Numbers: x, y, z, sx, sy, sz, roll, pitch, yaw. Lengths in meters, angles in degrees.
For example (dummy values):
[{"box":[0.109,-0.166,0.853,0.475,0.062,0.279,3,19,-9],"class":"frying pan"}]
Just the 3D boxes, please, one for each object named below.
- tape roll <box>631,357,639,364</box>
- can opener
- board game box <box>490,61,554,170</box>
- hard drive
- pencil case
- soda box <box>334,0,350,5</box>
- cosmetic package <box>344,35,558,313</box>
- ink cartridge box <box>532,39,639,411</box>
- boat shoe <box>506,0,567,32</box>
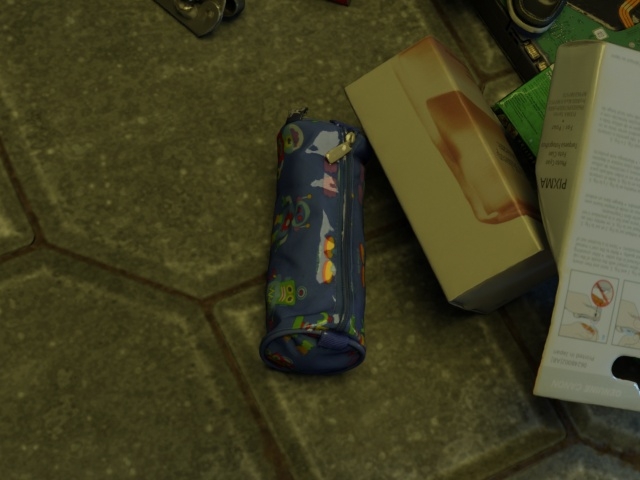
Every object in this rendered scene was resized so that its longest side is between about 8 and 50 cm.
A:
[{"box":[0.472,0.014,1.518,0.321,0.077,0.321,3,76,-14],"class":"tape roll"},{"box":[-0.223,-0.376,1.633,0.283,0.076,0.095,41,34,10],"class":"can opener"},{"box":[0.340,-0.099,1.568,0.136,0.030,0.259,-35,91,-15],"class":"board game box"},{"box":[0.400,-0.317,1.700,0.339,0.064,0.237,-25,72,-20],"class":"hard drive"},{"box":[0.000,0.000,1.451,0.119,0.133,0.306,14,64,-22],"class":"pencil case"},{"box":[0.034,-0.454,1.690,0.092,0.083,0.263,17,63,-2],"class":"soda box"},{"box":[0.164,-0.075,1.481,0.129,0.153,0.296,-30,71,17],"class":"cosmetic package"},{"box":[0.377,-0.003,1.400,0.308,0.091,0.385,11,91,-25],"class":"ink cartridge box"},{"box":[0.304,-0.376,1.635,0.084,0.079,0.233,24,66,0],"class":"boat shoe"}]
